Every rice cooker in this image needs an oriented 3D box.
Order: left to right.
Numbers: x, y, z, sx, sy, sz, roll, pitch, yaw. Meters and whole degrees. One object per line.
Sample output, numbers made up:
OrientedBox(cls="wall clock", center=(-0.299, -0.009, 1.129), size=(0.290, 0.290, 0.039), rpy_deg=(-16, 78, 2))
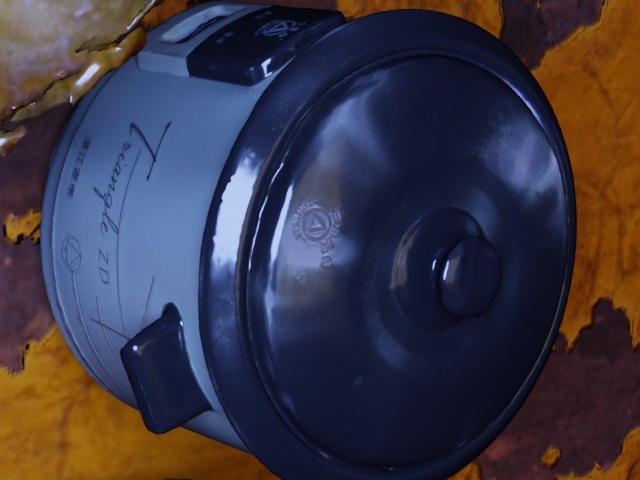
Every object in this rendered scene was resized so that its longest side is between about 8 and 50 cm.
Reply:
OrientedBox(cls="rice cooker", center=(0.000, 0.000, 0.965), size=(0.280, 0.227, 0.241), rpy_deg=(-30, 117, -32))

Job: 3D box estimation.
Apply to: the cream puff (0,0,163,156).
OrientedBox(cls="cream puff", center=(-0.202, -0.191, 0.758), size=(0.350, 0.229, 0.350), rpy_deg=(-21, 123, -36))

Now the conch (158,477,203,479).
OrientedBox(cls="conch", center=(-0.103, 0.224, 0.944), size=(0.210, 0.352, 0.297), rpy_deg=(34, 113, -4))
